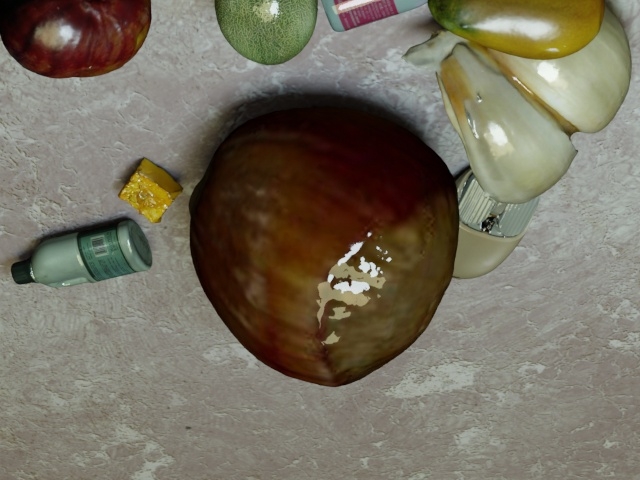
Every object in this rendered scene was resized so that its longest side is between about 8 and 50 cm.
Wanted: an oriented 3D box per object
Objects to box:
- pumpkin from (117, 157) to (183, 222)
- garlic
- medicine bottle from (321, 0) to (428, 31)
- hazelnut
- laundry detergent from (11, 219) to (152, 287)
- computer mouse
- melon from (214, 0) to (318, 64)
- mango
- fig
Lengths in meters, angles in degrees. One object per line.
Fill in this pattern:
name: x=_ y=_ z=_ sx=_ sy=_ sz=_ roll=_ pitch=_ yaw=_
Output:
pumpkin: x=-0.259 y=-0.077 z=2.269 sx=0.083 sy=0.054 sz=0.074 roll=39 pitch=124 yaw=-8
garlic: x=0.288 y=-0.198 z=2.052 sx=0.313 sy=0.286 sz=0.249 roll=49 pitch=164 yaw=-33
medicine bottle: x=0.108 y=-0.347 z=1.949 sx=0.217 sy=0.090 sz=0.090 roll=-17 pitch=135 yaw=8
hazelnut: x=0.000 y=0.000 z=2.156 sx=0.421 sy=0.353 sz=0.421 roll=22 pitch=132 yaw=26
laundry detergent: x=-0.390 y=0.031 z=2.372 sx=0.226 sy=0.070 sz=0.099 roll=-14 pitch=142 yaw=14
computer mouse: x=0.241 y=-0.020 z=2.308 sx=0.145 sy=0.082 sz=0.236 roll=19 pitch=135 yaw=-18
melon: x=-0.072 y=-0.315 z=1.948 sx=0.139 sy=0.139 sz=0.192 roll=-4 pitch=142 yaw=5
mango: x=0.248 y=-0.302 z=1.864 sx=0.221 sy=0.151 sz=0.120 roll=11 pitch=134 yaw=3
fig: x=-0.349 y=-0.300 z=1.959 sx=0.249 sy=0.204 sz=0.186 roll=-1 pitch=114 yaw=53
